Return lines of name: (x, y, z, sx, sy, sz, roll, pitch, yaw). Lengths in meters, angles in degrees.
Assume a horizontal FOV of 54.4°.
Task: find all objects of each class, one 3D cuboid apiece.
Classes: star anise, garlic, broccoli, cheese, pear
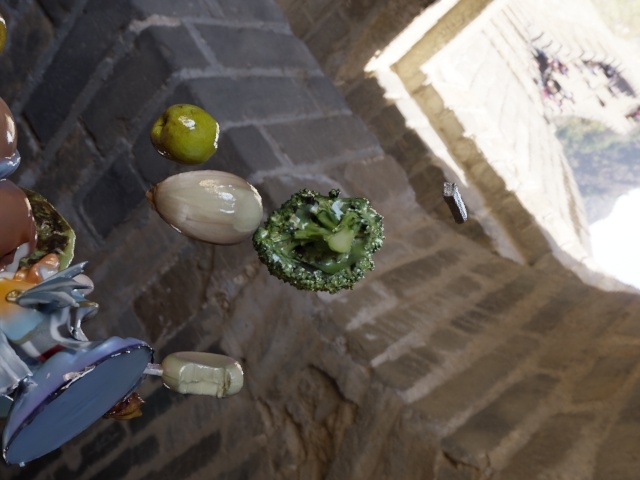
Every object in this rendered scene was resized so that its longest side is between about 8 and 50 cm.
star anise: (-0.415, 0.310, 1.196, 0.168, 0.167, 0.057, -41, -154, 42)
garlic: (-0.192, -0.065, 1.062, 0.206, 0.128, 0.115, 13, 130, -16)
broccoli: (-0.003, 0.000, 1.156, 0.176, 0.198, 0.226, -6, 165, 38)
cheese: (-0.321, 0.300, 1.414, 0.286, 0.082, 0.163, 9, 180, -22)
pear: (-0.410, -0.318, 1.884, 0.199, 0.200, 0.200, -32, 171, -6)

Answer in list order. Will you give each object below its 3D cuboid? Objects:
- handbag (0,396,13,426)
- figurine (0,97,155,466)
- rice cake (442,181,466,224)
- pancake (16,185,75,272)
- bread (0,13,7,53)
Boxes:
handbag: (-0.499, 0.157, 0.898, 0.144, 0.221, 0.057, 9, 143, -34)
figurine: (-0.389, 0.040, 0.692, 0.276, 0.388, 0.248, -37, 165, -25)
rice cake: (0.342, -0.092, 1.581, 0.206, 0.036, 0.047, 39, 65, -63)
pancake: (-0.732, 0.033, 1.467, 0.304, 0.427, 0.067, -23, 142, -30)
bread: (-0.679, -0.354, 1.063, 0.270, 0.142, 0.195, -46, 173, -42)
